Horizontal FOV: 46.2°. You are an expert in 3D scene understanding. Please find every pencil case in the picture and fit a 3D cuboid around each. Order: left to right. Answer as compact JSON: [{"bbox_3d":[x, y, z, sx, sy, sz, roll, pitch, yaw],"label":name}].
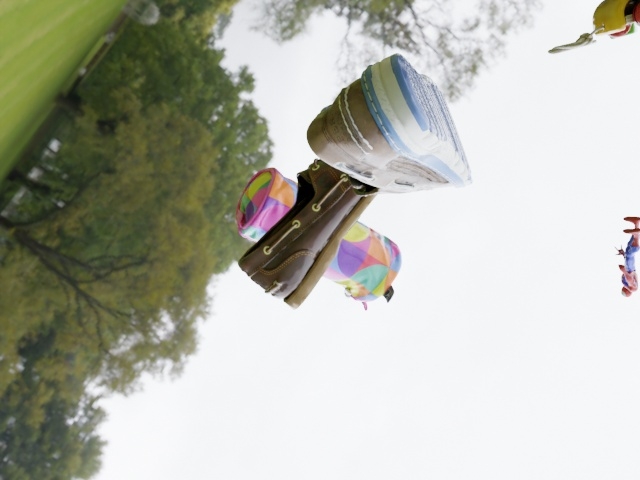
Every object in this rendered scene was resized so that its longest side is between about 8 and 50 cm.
[{"bbox_3d":[0.000,0.000,0.984,0.104,0.236,0.104,-44,-153,29],"label":"pencil case"}]

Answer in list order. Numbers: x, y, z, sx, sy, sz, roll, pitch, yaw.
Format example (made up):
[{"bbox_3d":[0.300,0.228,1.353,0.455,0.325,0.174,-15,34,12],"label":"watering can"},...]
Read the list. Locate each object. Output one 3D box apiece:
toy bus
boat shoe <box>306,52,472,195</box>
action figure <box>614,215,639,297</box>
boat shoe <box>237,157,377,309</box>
[{"bbox_3d":[0.333,-0.260,0.710,0.202,0.104,0.191,-22,-169,-40],"label":"toy bus"},{"bbox_3d":[0.042,-0.060,0.439,0.066,0.066,0.183,-22,167,17],"label":"boat shoe"},{"bbox_3d":[0.371,0.025,0.903,0.030,0.115,0.038,-3,-142,19],"label":"action figure"},{"bbox_3d":[0.007,-0.039,0.684,0.207,0.073,0.073,-54,-175,-15],"label":"boat shoe"}]
